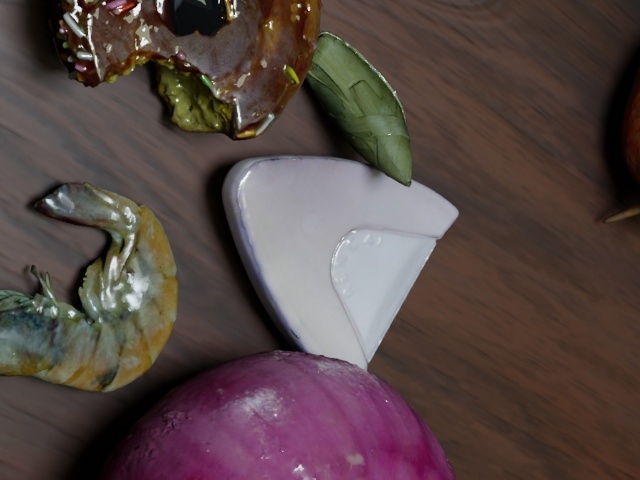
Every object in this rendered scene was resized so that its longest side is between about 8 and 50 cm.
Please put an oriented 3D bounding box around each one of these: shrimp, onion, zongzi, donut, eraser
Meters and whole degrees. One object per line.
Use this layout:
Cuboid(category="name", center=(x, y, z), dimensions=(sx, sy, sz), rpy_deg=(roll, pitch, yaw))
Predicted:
Cuboid(category="shrimp", center=(-0.237, 0.031, 1.080), dimensions=(0.296, 0.058, 0.169), rpy_deg=(9, 88, -38))
Cuboid(category="onion", center=(-0.014, 0.266, 1.127), dimensions=(0.358, 0.345, 0.358), rpy_deg=(30, 55, -54))
Cuboid(category="zongzi", center=(0.024, -0.124, 1.172), dimensions=(0.062, 0.130, 0.154), rpy_deg=(-34, 121, 13))
Cuboid(category="donut", center=(-0.110, -0.194, 1.086), dimensions=(0.230, 0.096, 0.216), rpy_deg=(6, 94, -34))
Cuboid(category="eraser", center=(-0.001, 0.000, 1.220), dimensions=(0.243, 0.059, 0.204), rpy_deg=(38, 79, -36))

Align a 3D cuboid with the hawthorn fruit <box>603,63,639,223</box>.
Cuboid(category="hawthorn fruit", center=(0.392, -0.103, 1.383), dimensions=(0.210, 0.210, 0.262), rpy_deg=(31, 100, -34))
